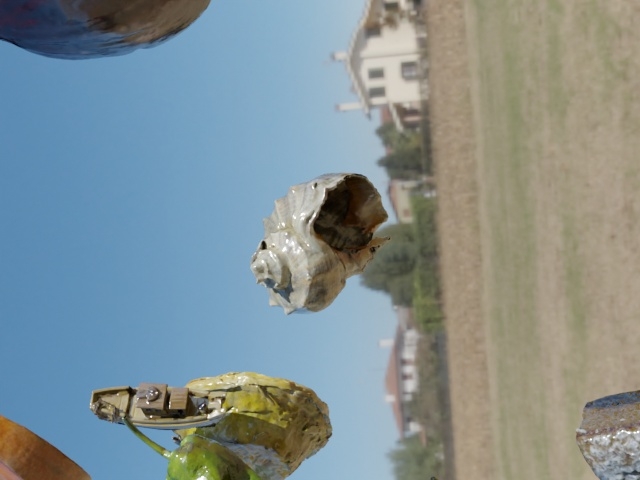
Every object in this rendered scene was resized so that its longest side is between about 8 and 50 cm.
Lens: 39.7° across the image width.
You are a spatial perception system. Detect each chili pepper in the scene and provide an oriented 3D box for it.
[{"bbox_3d":[-0.103,0.238,0.876,0.072,0.204,0.073,-30,-37,-47],"label":"chili pepper"}]

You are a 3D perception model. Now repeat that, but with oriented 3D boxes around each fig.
[{"bbox_3d":[-0.191,-0.202,0.653,0.249,0.186,0.204,-50,-33,-9],"label":"fig"}]

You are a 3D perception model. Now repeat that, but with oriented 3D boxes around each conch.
[{"bbox_3d":[-0.015,0.000,1.391,0.291,0.158,0.210,-22,-69,-56],"label":"conch"}]

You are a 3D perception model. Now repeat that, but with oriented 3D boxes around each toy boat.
[{"bbox_3d":[-0.238,0.241,1.316,0.072,0.206,0.064,81,-170,-55],"label":"toy boat"}]

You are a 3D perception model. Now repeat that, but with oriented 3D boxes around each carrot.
[{"bbox_3d":[-0.520,0.350,1.441,0.307,0.258,0.100,50,-128,-31],"label":"carrot"}]

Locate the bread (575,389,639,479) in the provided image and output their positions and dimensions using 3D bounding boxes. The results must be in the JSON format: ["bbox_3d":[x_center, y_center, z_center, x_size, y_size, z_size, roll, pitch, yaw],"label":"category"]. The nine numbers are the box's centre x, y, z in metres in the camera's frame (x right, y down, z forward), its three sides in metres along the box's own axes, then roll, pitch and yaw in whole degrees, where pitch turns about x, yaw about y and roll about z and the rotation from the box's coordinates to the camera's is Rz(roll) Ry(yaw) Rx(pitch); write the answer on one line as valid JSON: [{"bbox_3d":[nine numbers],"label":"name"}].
[{"bbox_3d":[0.437,0.358,0.979,0.417,0.165,0.113,65,-152,-8],"label":"bread"}]

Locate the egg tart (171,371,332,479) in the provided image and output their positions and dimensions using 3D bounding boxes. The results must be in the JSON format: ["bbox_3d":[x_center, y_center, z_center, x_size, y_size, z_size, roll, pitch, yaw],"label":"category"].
[{"bbox_3d":[-0.119,0.328,1.474,0.295,0.294,0.116,77,-169,-49],"label":"egg tart"}]

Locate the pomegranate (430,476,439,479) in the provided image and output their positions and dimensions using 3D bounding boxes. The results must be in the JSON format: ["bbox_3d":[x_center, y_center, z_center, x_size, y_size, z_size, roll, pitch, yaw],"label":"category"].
[{"bbox_3d":[0.244,0.441,1.270,0.246,0.198,0.198,59,171,33],"label":"pomegranate"}]
